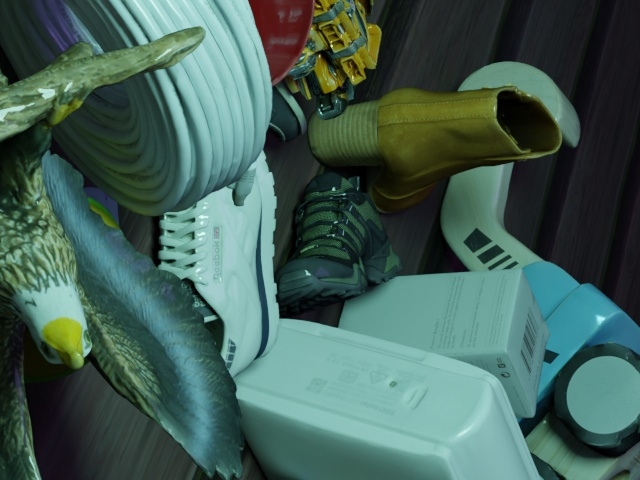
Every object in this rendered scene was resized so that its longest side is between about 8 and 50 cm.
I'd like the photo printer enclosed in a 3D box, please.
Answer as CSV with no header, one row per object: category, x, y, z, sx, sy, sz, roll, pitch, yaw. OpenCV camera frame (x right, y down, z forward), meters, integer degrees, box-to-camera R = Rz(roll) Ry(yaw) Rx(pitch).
photo printer,0.074,0.217,1.709,0.107,0.256,0.307,-53,139,-29

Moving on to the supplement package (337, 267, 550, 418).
supplement package,0.114,0.102,1.901,0.105,0.179,0.105,62,33,-43

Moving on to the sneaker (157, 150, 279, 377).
sneaker,-0.091,0.000,1.569,0.095,0.090,0.235,-30,113,-54

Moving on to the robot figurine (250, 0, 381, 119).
robot figurine,-0.010,-0.244,1.719,0.291,0.085,0.211,-93,157,-45

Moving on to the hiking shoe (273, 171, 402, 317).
hiking shoe,0.000,0.000,1.801,0.114,0.086,0.227,71,19,-1

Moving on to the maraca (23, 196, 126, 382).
maraca,-0.196,0.035,1.303,0.185,0.099,0.127,-20,103,-43

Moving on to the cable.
cable,-0.136,-0.139,1.297,0.089,0.257,0.257,-37,169,-23

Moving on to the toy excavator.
toy excavator,0.212,0.078,2.121,0.433,0.445,0.222,-49,152,2

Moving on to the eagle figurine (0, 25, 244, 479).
eagle figurine,-0.173,0.037,1.183,0.225,0.226,0.298,-77,166,-52

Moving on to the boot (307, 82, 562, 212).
boot,0.136,-0.089,1.942,0.295,0.211,0.104,16,72,-66

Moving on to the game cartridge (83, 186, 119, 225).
game cartridge,-0.173,-0.011,1.459,0.083,0.017,0.056,-4,94,-67

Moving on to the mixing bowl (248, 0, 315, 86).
mixing bowl,-0.100,-0.198,1.524,0.181,0.098,0.181,4,85,-47

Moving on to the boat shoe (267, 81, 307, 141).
boat shoe,-0.073,-0.130,1.682,0.065,0.075,0.206,-44,151,-3
